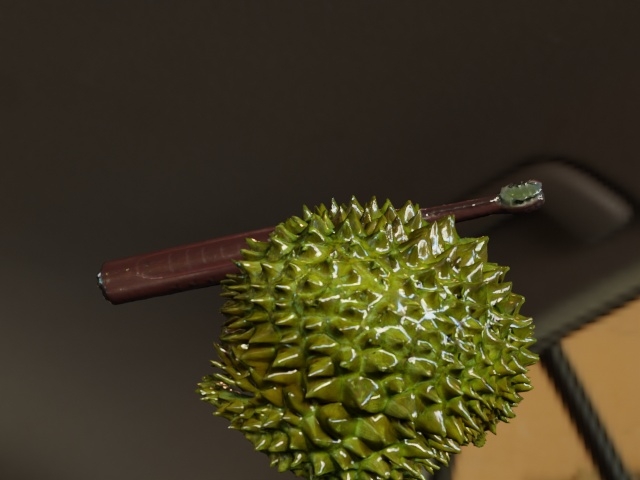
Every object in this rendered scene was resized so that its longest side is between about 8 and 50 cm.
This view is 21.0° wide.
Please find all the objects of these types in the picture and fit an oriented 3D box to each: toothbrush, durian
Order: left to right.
[{"bbox_3d":[0.000,0.001,1.380,0.364,0.040,0.041,-11,-19,5],"label":"toothbrush"},{"bbox_3d":[0.037,0.063,1.170,0.200,0.176,0.237,25,22,40],"label":"durian"}]
